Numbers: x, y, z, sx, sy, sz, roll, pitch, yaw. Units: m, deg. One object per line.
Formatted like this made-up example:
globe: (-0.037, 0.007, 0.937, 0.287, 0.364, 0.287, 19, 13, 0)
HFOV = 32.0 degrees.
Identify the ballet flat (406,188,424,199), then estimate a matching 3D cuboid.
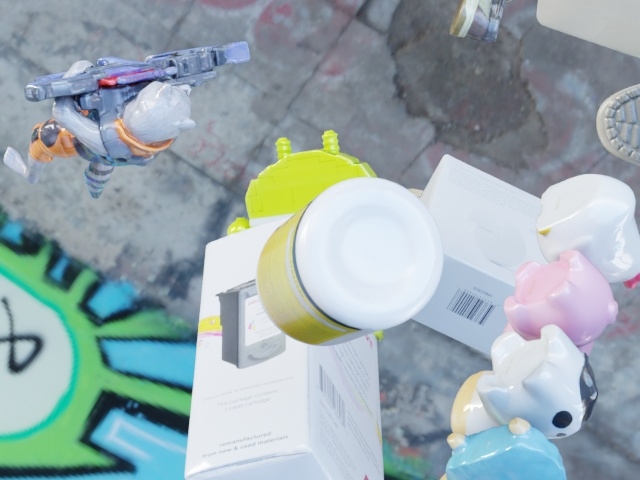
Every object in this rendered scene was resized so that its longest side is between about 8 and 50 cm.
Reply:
ballet flat: (0.205, -0.008, 1.810, 0.206, 0.067, 0.073, 36, 117, 3)

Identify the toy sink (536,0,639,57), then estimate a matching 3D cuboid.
toy sink: (0.442, -0.362, 1.562, 0.234, 0.131, 0.153, 23, 143, 23)

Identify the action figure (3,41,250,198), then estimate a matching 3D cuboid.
action figure: (-0.248, -0.164, 1.534, 0.330, 0.341, 0.178, -5, 101, 59)

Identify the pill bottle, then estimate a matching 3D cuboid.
pill bottle: (0.011, 0.022, 0.809, 0.103, 0.103, 0.184, 34, 162, -8)

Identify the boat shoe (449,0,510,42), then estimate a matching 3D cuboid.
boat shoe: (0.167, -0.246, 1.077, 0.049, 0.152, 0.056, 26, 152, -3)

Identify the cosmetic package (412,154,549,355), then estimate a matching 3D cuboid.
cosmetic package: (0.232, 0.028, 1.587, 0.224, 0.225, 0.138, 26, 131, -1)

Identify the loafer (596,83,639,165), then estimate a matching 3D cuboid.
loafer: (0.427, -0.124, 1.198, 0.268, 0.092, 0.102, -1, 92, 0)

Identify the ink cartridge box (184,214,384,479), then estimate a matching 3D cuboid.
ink cartridge box: (-0.027, 0.162, 1.130, 0.131, 0.306, 0.226, -17, 131, 13)

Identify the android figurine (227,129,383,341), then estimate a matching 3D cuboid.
android figurine: (0.000, 0.000, 1.411, 0.248, 0.056, 0.273, -9, 93, 14)

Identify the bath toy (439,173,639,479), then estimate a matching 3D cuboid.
bath toy: (0.213, 0.093, 1.014, 0.151, 0.348, 0.129, -18, 124, 47)
